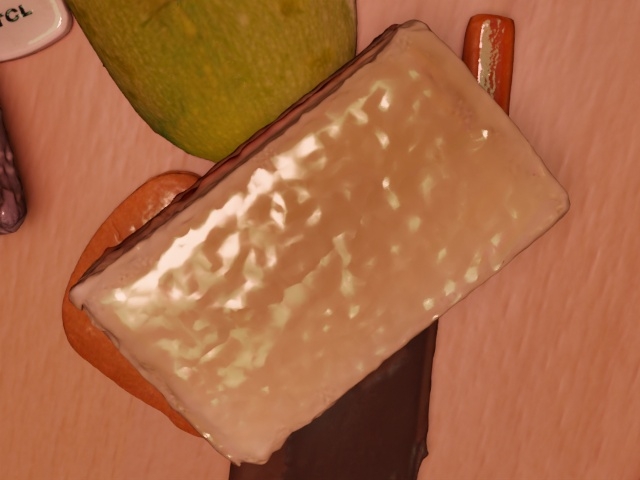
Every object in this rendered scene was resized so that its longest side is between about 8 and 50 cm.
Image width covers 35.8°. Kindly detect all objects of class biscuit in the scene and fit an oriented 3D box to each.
[{"bbox_3d":[-0.113,0.053,0.836,0.192,0.036,0.186,37,96,-4],"label":"biscuit"}]

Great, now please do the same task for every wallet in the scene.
[{"bbox_3d":[0.015,0.089,0.821,0.165,0.042,0.309,4,97,-12],"label":"wallet"}]

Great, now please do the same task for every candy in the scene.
[{"bbox_3d":[0.000,0.000,0.716,0.320,0.135,0.179,-38,102,0],"label":"candy"}]

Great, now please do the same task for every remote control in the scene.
[{"bbox_3d":[-0.272,-0.241,0.805,0.087,0.029,0.190,-20,97,6],"label":"remote control"}]

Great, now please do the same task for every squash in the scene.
[{"bbox_3d":[-0.090,-0.223,0.785,0.233,0.210,0.309,-24,125,4],"label":"squash"}]

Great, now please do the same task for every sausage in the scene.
[{"bbox_3d":[0.133,-0.115,0.800,0.041,0.039,0.131,2,99,-5],"label":"sausage"}]

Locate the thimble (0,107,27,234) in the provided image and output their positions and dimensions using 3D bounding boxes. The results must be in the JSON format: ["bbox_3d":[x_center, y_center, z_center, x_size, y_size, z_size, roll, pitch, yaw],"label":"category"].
[{"bbox_3d":[-0.354,-0.058,0.745,0.236,0.205,0.172,-15,96,10],"label":"thimble"}]
